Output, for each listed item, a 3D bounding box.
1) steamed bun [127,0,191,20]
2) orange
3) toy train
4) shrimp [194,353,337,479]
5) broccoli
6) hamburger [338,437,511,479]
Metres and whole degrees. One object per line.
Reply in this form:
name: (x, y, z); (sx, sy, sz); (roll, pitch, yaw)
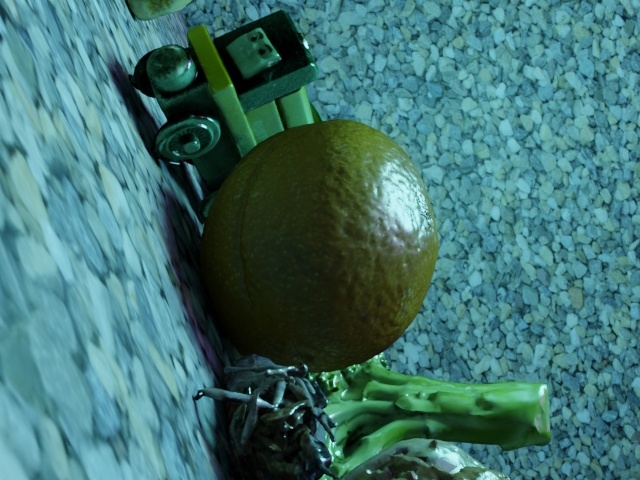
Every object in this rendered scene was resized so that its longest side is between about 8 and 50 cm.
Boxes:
steamed bun: (-0.317, -0.515, 1.319); (0.172, 0.141, 0.155); (-106, 172, -50)
orange: (0.000, 0.000, 0.977); (0.322, 0.322, 0.356); (69, 28, -49)
toy train: (-0.119, -0.178, 1.081); (0.397, 0.253, 0.160); (71, -4, -66)
shrimp: (-0.044, 0.188, 0.704); (0.343, 0.117, 0.145); (-162, -131, -81)
broccoli: (0.125, 0.259, 1.127); (0.353, 0.397, 0.274); (58, -9, 42)
hamburger: (0.076, 0.301, 0.550); (0.243, 0.285, 0.146); (28, -18, -19)
